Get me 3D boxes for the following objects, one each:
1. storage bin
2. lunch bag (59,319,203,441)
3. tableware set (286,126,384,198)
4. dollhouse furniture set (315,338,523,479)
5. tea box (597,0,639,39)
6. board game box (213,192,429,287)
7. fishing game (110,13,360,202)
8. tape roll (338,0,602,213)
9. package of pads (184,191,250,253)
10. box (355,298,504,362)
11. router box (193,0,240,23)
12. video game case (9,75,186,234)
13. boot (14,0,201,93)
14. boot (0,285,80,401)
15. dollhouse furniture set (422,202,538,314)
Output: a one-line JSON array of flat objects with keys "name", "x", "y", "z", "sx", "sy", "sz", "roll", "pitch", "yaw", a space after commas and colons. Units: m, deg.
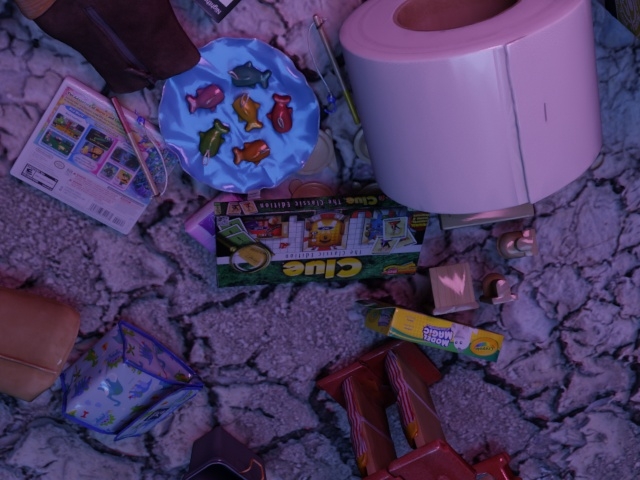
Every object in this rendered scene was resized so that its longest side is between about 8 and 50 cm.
[{"name": "storage bin", "x": -0.130, "y": 0.337, "z": 1.259, "sx": 0.098, "sy": 0.091, "sz": 0.135, "roll": -36, "pitch": 119, "yaw": 17}, {"name": "lunch bag", "x": -0.253, "y": 0.201, "z": 1.165, "sx": 0.129, "sy": 0.096, "sz": 0.151, "roll": -38, "pitch": 132, "yaw": 15}, {"name": "tableware set", "x": 0.029, "y": -0.078, "z": 1.051, "sx": 0.168, "sy": 0.020, "sz": 0.141, "roll": 0, "pitch": 122, "yaw": -3}, {"name": "dollhouse furniture set", "x": 0.169, "y": 0.332, "z": 1.229, "sx": 0.152, "sy": 0.201, "sz": 0.374, "roll": -32, "pitch": 126, "yaw": 14}, {"name": "tea box", "x": 0.429, "y": -0.318, "z": 0.756, "sx": 0.328, "sy": 0.324, "sz": 0.220, "roll": -16, "pitch": 123, "yaw": 6}, {"name": "board game box", "x": 0.000, "y": 0.000, "z": 1.064, "sx": 0.259, "sy": 0.030, "sz": 0.136, "roll": -4, "pitch": 141, "yaw": -8}, {"name": "fishing game", "x": -0.092, "y": -0.133, "z": 0.974, "sx": 0.264, "sy": 0.041, "sz": 0.189, "roll": -17, "pitch": 116, "yaw": 4}, {"name": "tape roll", "x": 0.155, "y": -0.163, "z": 0.877, "sx": 0.246, "sy": 0.246, "sz": 0.169, "roll": -15, "pitch": 122, "yaw": 4}, {"name": "package of pads", "x": -0.123, "y": -0.026, "z": 1.062, "sx": 0.083, "sy": 0.032, "sz": 0.050, "roll": -37, "pitch": 122, "yaw": 18}, {"name": "box", "x": 0.137, "y": 0.115, "z": 1.133, "sx": 0.179, "sy": 0.105, "sz": 0.043, "roll": 17, "pitch": 87, "yaw": -14}, {"name": "router box", "x": -0.123, "y": -0.328, "z": 0.862, "sx": 0.133, "sy": 0.046, "sz": 0.179, "roll": -40, "pitch": 117, "yaw": 20}, {"name": "video game case", "x": -0.261, "y": -0.096, "z": 1.014, "sx": 0.157, "sy": 0.019, "sz": 0.143, "roll": 30, "pitch": 115, "yaw": -21}, {"name": "boot", "x": -0.176, "y": -0.255, "z": 0.852, "sx": 0.248, "sy": 0.090, "sz": 0.207, "roll": -15, "pitch": 142, "yaw": 25}, {"name": "boot", "x": -0.455, "y": 0.149, "z": 1.032, "sx": 0.269, "sy": 0.089, "sz": 0.236, "roll": 28, "pitch": 91, "yaw": -39}, {"name": "dollhouse furniture set", "x": 0.198, "y": 0.008, "z": 1.118, "sx": 0.144, "sy": 0.123, "sz": 0.151, "roll": -9, "pitch": 88, "yaw": 0}]
